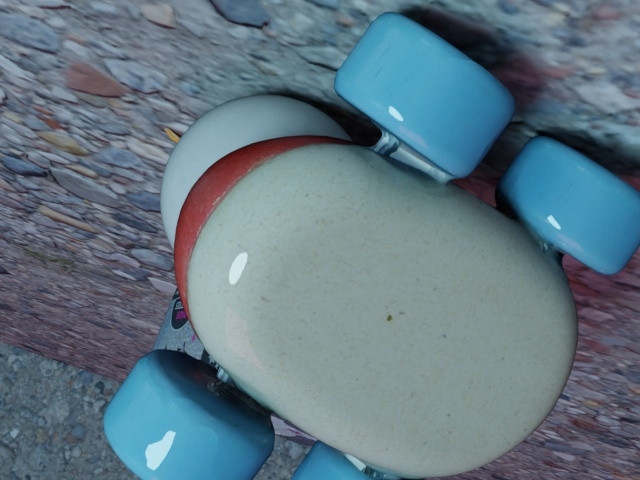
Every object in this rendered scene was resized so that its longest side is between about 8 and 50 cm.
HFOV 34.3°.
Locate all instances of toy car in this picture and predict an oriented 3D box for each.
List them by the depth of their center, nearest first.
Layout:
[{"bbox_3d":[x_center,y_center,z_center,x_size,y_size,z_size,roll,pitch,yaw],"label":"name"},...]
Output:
[{"bbox_3d":[0.000,0.000,0.544,0.210,0.219,0.238,30,-171,-33],"label":"toy car"}]

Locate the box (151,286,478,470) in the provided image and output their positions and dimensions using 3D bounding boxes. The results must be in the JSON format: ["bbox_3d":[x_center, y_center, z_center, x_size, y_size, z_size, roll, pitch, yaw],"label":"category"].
[{"bbox_3d":[0.000,0.068,0.749,0.163,0.142,0.247,27,161,-25],"label":"box"}]
